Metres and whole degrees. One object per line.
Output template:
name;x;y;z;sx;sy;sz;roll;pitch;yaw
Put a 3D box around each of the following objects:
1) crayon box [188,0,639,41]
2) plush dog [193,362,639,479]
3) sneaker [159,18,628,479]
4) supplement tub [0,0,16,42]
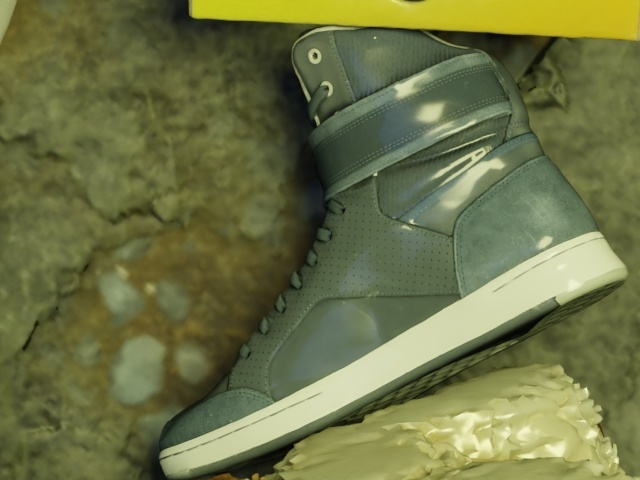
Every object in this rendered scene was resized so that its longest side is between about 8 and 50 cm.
crayon box;0.046;-0.249;0.729;0.202;0.081;0.319;5;108;9
plush dog;0.041;0.190;0.705;0.210;0.262;0.225;-11;99;-1
sneaker;0.001;0.000;0.794;0.226;0.086;0.163;-30;80;13
supplement tub;-0.319;-0.140;0.736;0.331;0.241;0.241;39;94;3
